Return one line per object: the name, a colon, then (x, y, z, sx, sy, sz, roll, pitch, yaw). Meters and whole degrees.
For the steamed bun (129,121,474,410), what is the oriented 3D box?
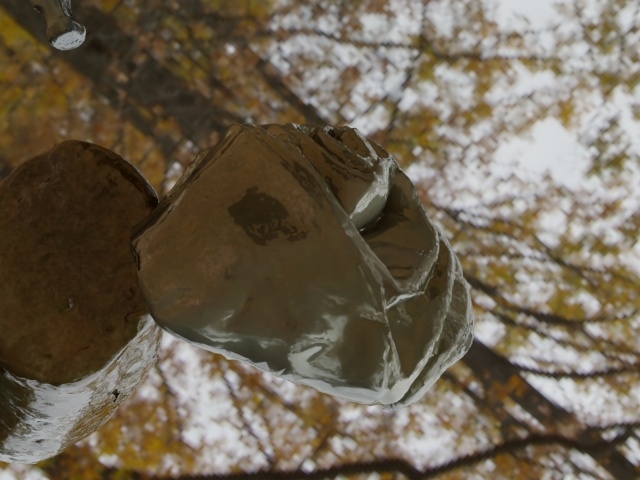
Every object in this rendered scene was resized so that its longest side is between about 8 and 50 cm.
steamed bun: (0.000, 0.000, 0.859, 0.211, 0.218, 0.144, -92, -153, -77)

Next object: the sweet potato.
sweet potato: (-0.199, 0.071, 1.018, 0.158, 0.158, 0.370, -65, -175, -32)

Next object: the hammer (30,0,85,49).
hammer: (-0.116, -0.242, 0.980, 0.246, 0.029, 0.103, -33, -112, 23)
